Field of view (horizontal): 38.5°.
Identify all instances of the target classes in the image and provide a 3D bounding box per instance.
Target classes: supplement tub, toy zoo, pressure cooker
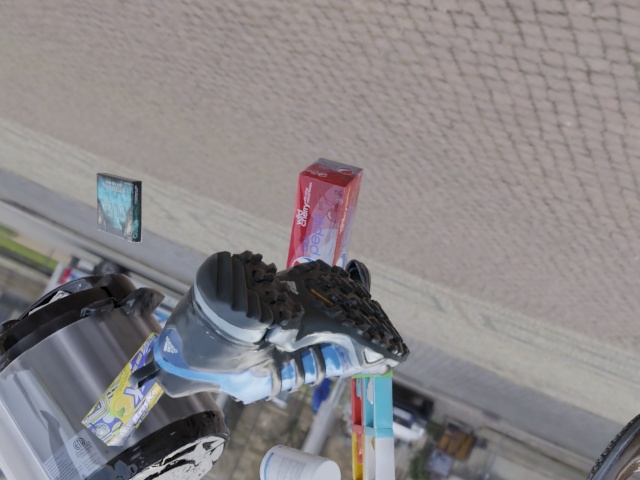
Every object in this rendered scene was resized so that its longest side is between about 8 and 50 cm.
[{"bbox_3d":[-0.031,0.351,1.373,0.107,0.071,0.071,6,160,42],"label":"supplement tub"},{"bbox_3d":[0.080,0.293,1.436,0.030,0.293,0.192,1,171,-9],"label":"toy zoo"},{"bbox_3d":[-0.404,0.279,1.613,0.420,0.370,0.375,50,146,19],"label":"pressure cooker"}]

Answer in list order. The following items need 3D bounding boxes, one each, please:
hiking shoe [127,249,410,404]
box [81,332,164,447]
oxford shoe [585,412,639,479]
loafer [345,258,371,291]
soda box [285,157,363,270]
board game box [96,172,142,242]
[{"bbox_3d":[-0.036,0.091,0.859,0.304,0.132,0.113,19,-147,-50],"label":"hiking shoe"},{"bbox_3d":[-0.273,0.222,1.363,0.059,0.169,0.054,36,173,17],"label":"box"},{"bbox_3d":[0.412,0.243,1.090,0.096,0.227,0.083,51,171,25],"label":"oxford shoe"},{"bbox_3d":[0.061,0.145,1.783,0.076,0.223,0.078,-3,156,15],"label":"loafer"},{"bbox_3d":[0.000,0.000,1.540,0.083,0.263,0.092,18,-150,16],"label":"soda box"},{"bbox_3d":[-0.420,-0.071,1.911,0.026,0.126,0.186,-5,-169,-34],"label":"board game box"}]
